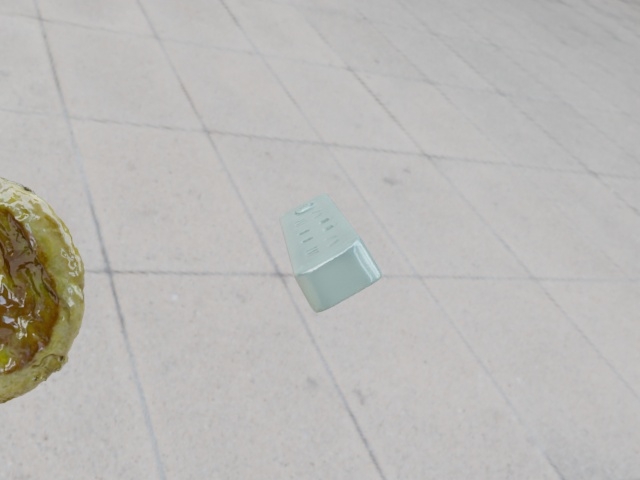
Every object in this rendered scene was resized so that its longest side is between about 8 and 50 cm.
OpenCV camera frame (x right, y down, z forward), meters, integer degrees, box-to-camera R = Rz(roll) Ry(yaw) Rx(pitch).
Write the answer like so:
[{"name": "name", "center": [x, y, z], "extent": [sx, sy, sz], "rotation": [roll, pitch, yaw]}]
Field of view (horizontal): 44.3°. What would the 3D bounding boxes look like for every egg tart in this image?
[{"name": "egg tart", "center": [-0.343, 0.044, 0.779], "extent": [0.241, 0.241, 0.106], "rotation": [21, 5, -2]}]

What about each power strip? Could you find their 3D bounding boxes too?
[{"name": "power strip", "center": [0.000, 0.000, 1.054], "extent": [0.062, 0.091, 0.385], "rotation": [61, 1, -14]}]
